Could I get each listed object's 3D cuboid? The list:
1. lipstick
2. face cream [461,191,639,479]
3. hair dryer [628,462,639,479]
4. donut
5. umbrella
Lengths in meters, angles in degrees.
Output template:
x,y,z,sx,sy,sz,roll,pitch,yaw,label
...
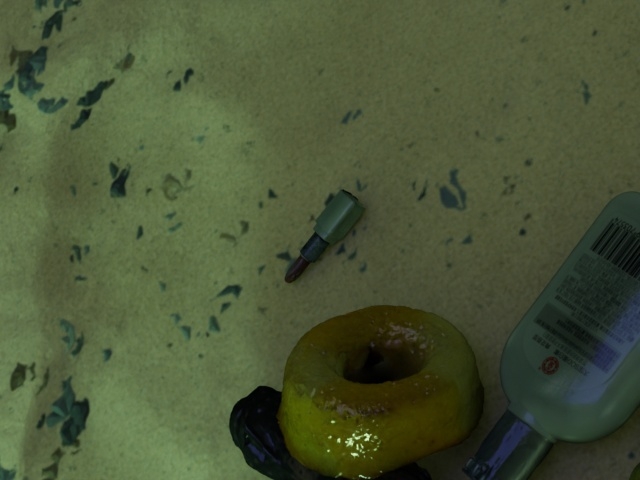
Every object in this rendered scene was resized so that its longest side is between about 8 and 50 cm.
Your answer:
x,y,z,sx,sy,sz,roll,pitch,yaw,label
0.000,0.000,1.807,0.107,0.025,0.025,-52,55,9,lipstick
0.230,0.100,1.608,0.144,0.071,0.291,35,89,41,face cream
0.344,0.137,1.535,0.135,0.090,0.279,1,65,32,hair dryer
0.051,0.126,1.646,0.190,0.075,0.174,-9,35,-1,donut
0.040,0.223,1.653,0.326,0.090,0.094,28,91,38,umbrella
